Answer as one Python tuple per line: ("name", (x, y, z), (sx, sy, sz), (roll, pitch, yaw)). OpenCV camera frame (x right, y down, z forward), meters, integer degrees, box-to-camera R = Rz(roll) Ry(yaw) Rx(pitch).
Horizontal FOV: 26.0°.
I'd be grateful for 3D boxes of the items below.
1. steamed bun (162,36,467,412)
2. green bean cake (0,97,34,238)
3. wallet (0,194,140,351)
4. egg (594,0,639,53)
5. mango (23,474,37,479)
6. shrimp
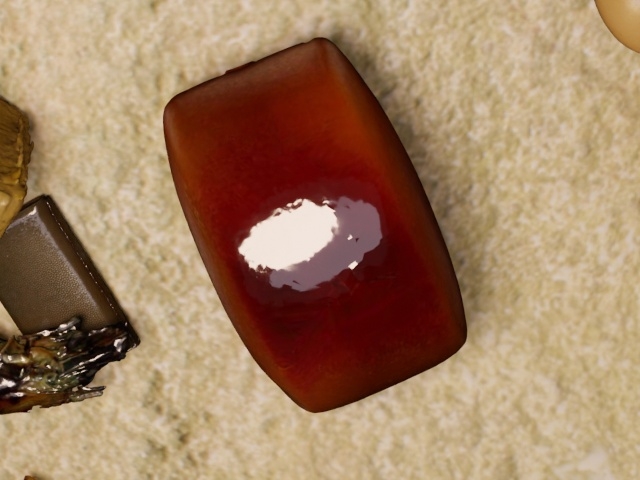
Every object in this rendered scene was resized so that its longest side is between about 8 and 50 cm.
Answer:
("steamed bun", (0.000, 0.000, 1.413), (0.235, 0.248, 0.379), (-23, 110, 4))
("green bean cake", (-0.399, -0.090, 1.352), (0.230, 0.224, 0.131), (28, 110, -24))
("wallet", (-0.292, 0.057, 1.519), (0.110, 0.031, 0.198), (-29, 109, 5))
("egg", (0.360, -0.299, 1.372), (0.201, 0.201, 0.244), (13, 120, -9))
("mango", (-0.365, 0.394, 1.577), (0.154, 0.126, 0.252), (12, 117, -29))
("shrimp", (-0.388, 0.087, 1.487), (0.365, 0.071, 0.233), (-7, 106, 10))
